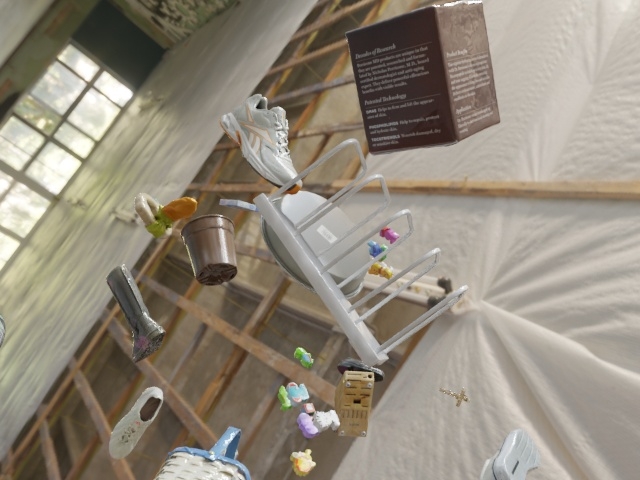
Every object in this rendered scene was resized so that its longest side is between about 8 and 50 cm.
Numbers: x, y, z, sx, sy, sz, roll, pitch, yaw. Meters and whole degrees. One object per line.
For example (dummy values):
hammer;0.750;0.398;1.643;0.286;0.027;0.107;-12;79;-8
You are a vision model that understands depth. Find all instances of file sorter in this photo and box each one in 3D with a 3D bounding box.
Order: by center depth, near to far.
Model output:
file sorter;0.067;0.022;0.832;0.173;0.277;0.193;-36;165;3

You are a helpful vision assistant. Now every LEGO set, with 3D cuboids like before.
LEGO set;0.212;0.067;1.852;0.087;0.227;0.093;-33;-133;-30

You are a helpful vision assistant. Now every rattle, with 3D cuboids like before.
rattle;-0.380;-0.095;1.406;0.142;0.130;0.199;-47;-169;8

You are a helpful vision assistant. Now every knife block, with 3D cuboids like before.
knife block;0.092;0.490;1.764;0.242;0.088;0.275;-108;-158;-75

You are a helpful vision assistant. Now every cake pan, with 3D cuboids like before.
cake pan;0.000;0.000;1.276;0.054;0.293;0.293;-46;-154;32

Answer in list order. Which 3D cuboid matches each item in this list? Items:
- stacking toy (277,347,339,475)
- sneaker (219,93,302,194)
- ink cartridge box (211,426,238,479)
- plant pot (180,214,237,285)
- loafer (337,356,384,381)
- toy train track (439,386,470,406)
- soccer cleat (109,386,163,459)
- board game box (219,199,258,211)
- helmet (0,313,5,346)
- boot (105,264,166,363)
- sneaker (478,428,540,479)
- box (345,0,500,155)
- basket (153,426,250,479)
stacking toy;-0.042;0.366;1.223;0.166;0.052;0.221;-66;-146;33
sneaker;-0.103;-0.208;1.153;0.121;0.099;0.262;-43;-117;9
ink cartridge box;-0.265;0.632;1.504;0.208;0.045;0.206;-63;-165;-5
plant pot;-0.326;0.036;1.696;0.167;0.167;0.165;-37;-127;28
loafer;0.138;0.416;1.843;0.170;0.062;0.061;8;-142;35
toy train track;0.329;0.377;1.372;0.014;0.083;0.048;164;-51;-80
soccer cleat;-0.456;0.453;1.389;0.196;0.068;0.076;-59;-157;-10
board game box;-0.256;-0.110;1.779;0.090;0.090;0.020;6;-97;43
helmet;-0.773;0.194;1.211;0.161;0.170;0.169;-52;-157;31
boot;-0.481;0.189;1.428;0.076;0.208;0.189;-28;163;-49
sneaker;0.416;0.495;1.261;0.091;0.258;0.094;-38;-111;28
box;0.171;-0.262;0.919;0.167;0.203;0.168;0;-161;42
basket;-0.243;0.544;1.143;0.289;0.201;0.254;-28;131;-82
